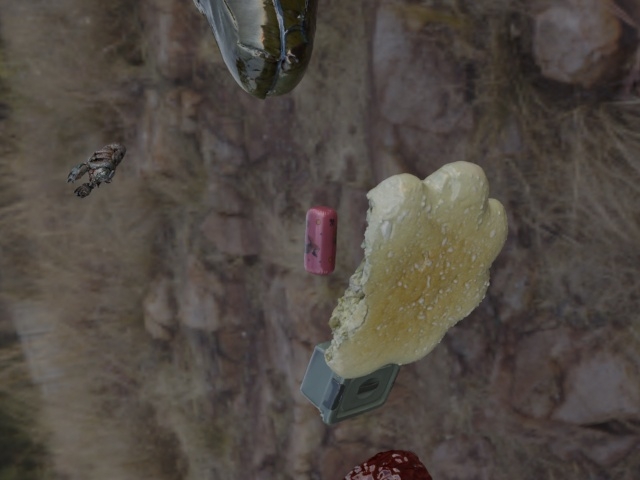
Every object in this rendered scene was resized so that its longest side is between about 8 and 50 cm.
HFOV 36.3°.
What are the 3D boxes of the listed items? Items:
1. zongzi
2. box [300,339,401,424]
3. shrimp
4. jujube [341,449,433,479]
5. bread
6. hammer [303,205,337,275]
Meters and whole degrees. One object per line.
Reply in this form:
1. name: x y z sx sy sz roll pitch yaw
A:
1. zongzi: -0.187 -0.430 1.667 0.174 0.393 0.355 127 150 -59
2. box: 0.047 0.223 1.635 0.093 0.172 0.123 33 113 32
3. shrimp: -0.237 -0.072 1.033 0.029 0.092 0.038 17 125 24
4. jujube: 0.088 0.394 1.500 0.109 0.176 0.112 66 163 -9
5. bread: 0.099 0.034 0.933 0.039 0.182 0.250 55 143 41
6. hammer: 0.000 0.000 1.171 0.043 0.043 0.083 -165 75 -64
